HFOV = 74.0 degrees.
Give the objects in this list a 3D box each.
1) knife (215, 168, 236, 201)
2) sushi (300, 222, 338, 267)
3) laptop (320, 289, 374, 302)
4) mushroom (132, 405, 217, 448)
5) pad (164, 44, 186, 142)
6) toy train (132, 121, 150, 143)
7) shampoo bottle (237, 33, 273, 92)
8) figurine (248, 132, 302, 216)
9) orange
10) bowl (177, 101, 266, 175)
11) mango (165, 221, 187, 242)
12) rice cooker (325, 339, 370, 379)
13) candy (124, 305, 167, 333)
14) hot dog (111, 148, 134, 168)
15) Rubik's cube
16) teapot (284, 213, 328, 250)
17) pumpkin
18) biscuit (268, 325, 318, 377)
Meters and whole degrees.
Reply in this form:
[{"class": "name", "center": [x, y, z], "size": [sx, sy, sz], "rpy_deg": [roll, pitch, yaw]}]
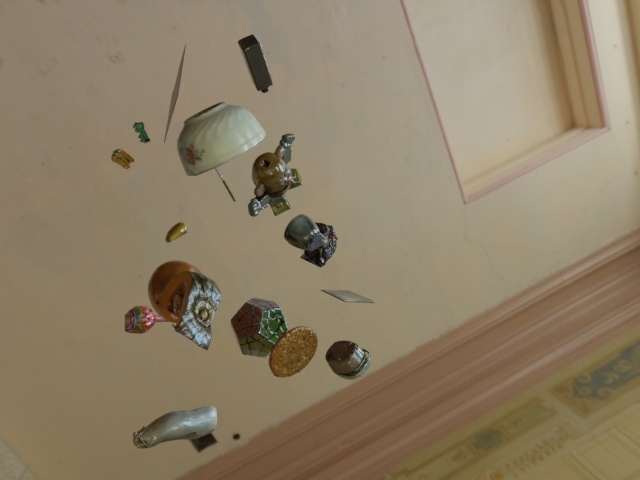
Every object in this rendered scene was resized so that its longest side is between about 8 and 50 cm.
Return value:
[{"class": "knife", "center": [-0.444, -0.289, 1.898], "size": [0.022, 0.256, 0.046], "rpy_deg": [-29, -172, -1]}, {"class": "sushi", "center": [0.000, 0.000, 1.967], "size": [0.172, 0.151, 0.153], "rpy_deg": [-31, -144, -34]}, {"class": "laptop", "center": [0.138, 0.289, 2.221], "size": [0.187, 0.015, 0.269], "rpy_deg": [5, -176, -27]}, {"class": "mushroom", "center": [-0.636, 0.831, 1.884], "size": [0.177, 0.397, 0.126], "rpy_deg": [-40, -120, 15]}, {"class": "pad", "center": [-0.601, -0.611, 1.756], "size": [0.248, 0.007, 0.368], "rpy_deg": [-52, -145, 41]}, {"class": "toy train", "center": [-0.716, -0.433, 1.705], "size": [0.045, 0.092, 0.029], "rpy_deg": [0, -139, 19]}, {"class": "shampoo bottle", "center": [-0.265, -0.728, 1.782], "size": [0.079, 0.246, 0.080], "rpy_deg": [-26, -120, -5]}, {"class": "figurine", "center": [-0.181, -0.241, 1.649], "size": [0.166, 0.343, 0.285], "rpy_deg": [0, 162, 10]}, {"class": "orange", "center": [-0.538, 0.191, 1.598], "size": [0.171, 0.240, 0.240], "rpy_deg": [-9, -156, 30]}, {"class": "bowl", "center": [-0.314, -0.321, 1.273], "size": [0.276, 0.145, 0.277], "rpy_deg": [-20, -155, 10]}, {"class": "mango", "center": [-0.794, -0.045, 2.331], "size": [0.101, 0.066, 0.188], "rpy_deg": [-11, -150, 26]}, {"class": "rice cooker", "center": [0.109, 0.488, 1.750], "size": [0.145, 0.127, 0.206], "rpy_deg": [-48, -161, -28]}, {"class": "candy", "center": [-0.680, 0.350, 1.881], "size": [0.124, 0.124, 0.365], "rpy_deg": [-6, 168, 43]}, {"class": "hot dog", "center": [-0.478, -0.197, 1.019], "size": [0.037, 0.021, 0.083], "rpy_deg": [-57, 173, -9]}, {"class": "Rubik's cube", "center": [-0.325, 0.458, 2.249], "size": [0.319, 0.264, 0.319], "rpy_deg": [-50, 174, -8]}, {"class": "teapot", "center": [-0.044, -0.008, 1.401], "size": [0.108, 0.149, 0.111], "rpy_deg": [39, -102, 28]}, {"class": "pumpkin", "center": [-0.435, 0.232, 1.365], "size": [0.189, 0.139, 0.281], "rpy_deg": [-27, -144, 24]}, {"class": "biscuit", "center": [-0.112, 0.480, 1.819], "size": [0.253, 0.254, 0.035], "rpy_deg": [-33, -140, -22]}]
